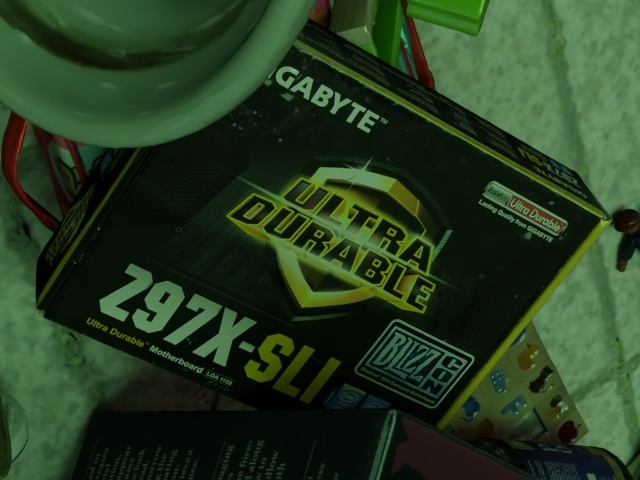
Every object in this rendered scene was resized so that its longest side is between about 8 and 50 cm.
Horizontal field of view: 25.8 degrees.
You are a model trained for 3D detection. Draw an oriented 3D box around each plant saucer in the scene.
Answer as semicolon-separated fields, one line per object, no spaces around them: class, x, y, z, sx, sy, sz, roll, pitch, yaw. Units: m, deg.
plant saucer;-0.119;-0.258;0.815;0.101;0.401;0.400;-24;124;-47

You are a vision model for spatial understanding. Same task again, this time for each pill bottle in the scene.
pill bottle;0.189;0.253;1.343;0.219;0.123;0.122;10;105;-33

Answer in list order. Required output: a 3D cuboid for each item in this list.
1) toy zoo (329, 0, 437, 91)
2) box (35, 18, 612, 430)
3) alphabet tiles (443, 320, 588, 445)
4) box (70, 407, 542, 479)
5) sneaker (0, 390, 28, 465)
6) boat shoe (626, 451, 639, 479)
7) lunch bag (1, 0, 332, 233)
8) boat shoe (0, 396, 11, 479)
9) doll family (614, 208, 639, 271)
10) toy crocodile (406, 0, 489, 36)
toy zoo;0.073;-0.085;1.108;0.030;0.192;0.293;-13;124;15
box;0.000;0.000;0.984;0.322;0.079;0.257;27;113;-25
alphabet tiles;0.151;0.175;1.368;0.198;0.009;0.237;-38;124;-10
box;0.005;0.273;1.052;0.294;0.395;0.211;29;67;-31
sneaker;-0.340;0.233;1.073;0.282;0.102;0.161;-33;143;-20
boat shoe;0.373;0.232;1.496;0.056;0.049;0.152;25;97;-35
lunch bag;-0.109;-0.083;1.035;0.258;0.120;0.293;-23;121;-19
boat shoe;-0.326;0.054;0.970;0.103;0.113;0.302;-27;104;5
doll family;0.369;-0.034;1.364;0.111;0.076;0.193;32;96;-41
toy crocodile;0.139;-0.329;1.077;0.115;0.105;0.340;14;101;11
